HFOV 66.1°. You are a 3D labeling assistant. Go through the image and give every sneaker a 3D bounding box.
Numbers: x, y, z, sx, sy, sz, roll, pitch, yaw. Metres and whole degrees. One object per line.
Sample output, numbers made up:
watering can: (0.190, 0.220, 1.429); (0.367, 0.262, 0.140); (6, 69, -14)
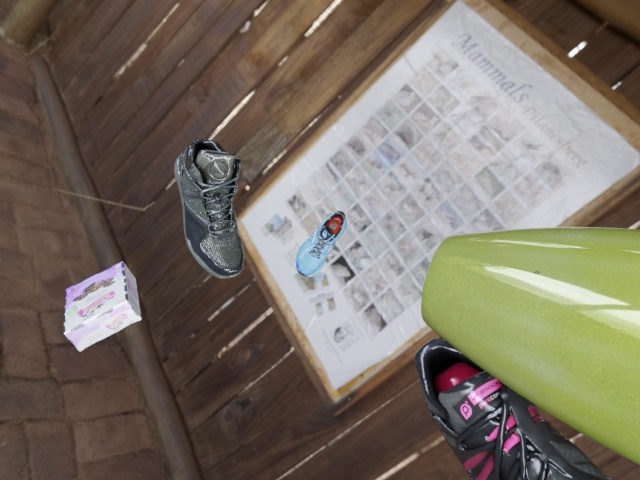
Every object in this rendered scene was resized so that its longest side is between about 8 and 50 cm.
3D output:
sneaker: (0.000, 0.000, 1.009); (0.063, 0.162, 0.073); (31, -17, 4)
sneaker: (-0.167, -0.056, 0.767); (0.087, 0.130, 0.228); (-10, 79, -28)
sneaker: (0.276, 0.312, 0.749); (0.202, 0.185, 0.483); (51, -5, -24)

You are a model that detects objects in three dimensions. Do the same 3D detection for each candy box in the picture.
candy box: (-0.555, 0.161, 1.251); (0.196, 0.164, 0.070); (50, -16, 53)

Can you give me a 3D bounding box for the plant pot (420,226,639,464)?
plant pot: (0.293, 0.094, 0.643); (0.293, 0.275, 0.274); (16, -2, 31)
